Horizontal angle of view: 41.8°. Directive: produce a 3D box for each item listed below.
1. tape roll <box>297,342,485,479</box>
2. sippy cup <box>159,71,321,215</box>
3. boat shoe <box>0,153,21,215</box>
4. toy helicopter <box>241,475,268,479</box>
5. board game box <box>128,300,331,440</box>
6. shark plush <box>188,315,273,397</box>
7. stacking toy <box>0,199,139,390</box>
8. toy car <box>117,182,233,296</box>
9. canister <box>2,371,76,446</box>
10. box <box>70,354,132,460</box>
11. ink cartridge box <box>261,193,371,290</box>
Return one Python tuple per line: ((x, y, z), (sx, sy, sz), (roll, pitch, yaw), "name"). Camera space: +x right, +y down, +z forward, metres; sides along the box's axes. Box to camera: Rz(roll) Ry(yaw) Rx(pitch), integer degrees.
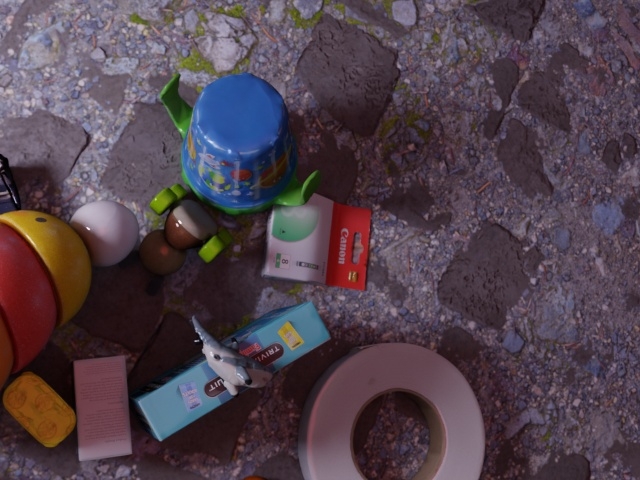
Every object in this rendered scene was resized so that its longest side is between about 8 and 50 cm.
((0.144, 0.398, 1.680), (0.391, 0.072, 0.392), (3, 80, -17), "tape roll")
((-0.150, -0.192, 1.569), (0.305, 0.224, 0.240), (1, 72, -5), "sippy cup")
((-0.677, -0.023, 1.443), (0.340, 0.127, 0.158), (-25, 82, -21), "boat shoe")
((-0.190, 0.611, 1.528), (0.354, 0.140, 0.235), (-25, 99, -9), "toy helicopter")
((-0.173, 0.230, 1.505), (0.336, 0.254, 0.079), (-29, 92, -20), "board game box")
((-0.154, 0.188, 1.371), (0.161, 0.073, 0.067), (36, 51, 11), "shark plush")
((-0.506, 0.061, 1.379), (0.480, 0.350, 0.351), (-35, 94, -39), "stacking toy")
((-0.289, 0.014, 1.591), (0.155, 0.149, 0.188), (45, 100, -3), "toy car")
((-0.481, 0.287, 1.438), (0.126, 0.170, 0.073), (47, 71, -6), "canister")
((-0.390, 0.294, 1.488), (0.090, 0.130, 0.171), (-4, 83, -19), "box")
((0.000, 0.000, 1.706), (0.224, 0.056, 0.181), (9, 79, -15), "ink cartridge box")
